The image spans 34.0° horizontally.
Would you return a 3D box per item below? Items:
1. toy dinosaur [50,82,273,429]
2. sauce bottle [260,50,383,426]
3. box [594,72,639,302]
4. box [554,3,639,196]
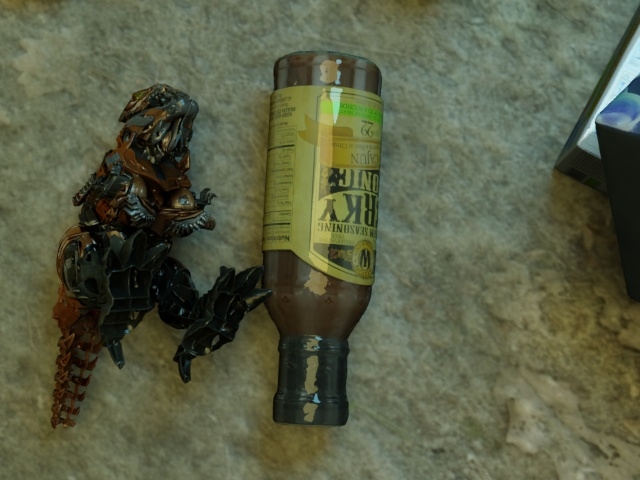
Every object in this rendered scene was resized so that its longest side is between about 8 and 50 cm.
[{"bbox_3d":[-0.173,0.022,0.976,0.164,0.218,0.321,-9,115,-35],"label":"toy dinosaur"},{"bbox_3d":[0.000,0.000,0.984,0.112,0.111,0.344,2,86,3],"label":"sauce bottle"},{"bbox_3d":[0.456,-0.098,0.808,0.395,0.212,0.294,-44,44,-21],"label":"box"},{"bbox_3d":[0.320,-0.142,0.981,0.103,0.114,0.203,28,85,5],"label":"box"}]
